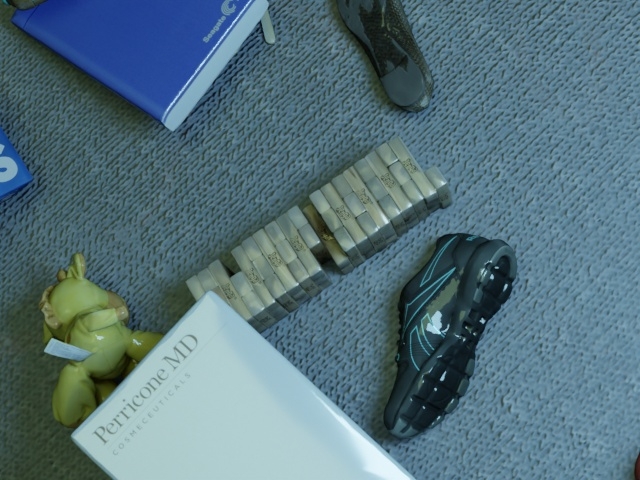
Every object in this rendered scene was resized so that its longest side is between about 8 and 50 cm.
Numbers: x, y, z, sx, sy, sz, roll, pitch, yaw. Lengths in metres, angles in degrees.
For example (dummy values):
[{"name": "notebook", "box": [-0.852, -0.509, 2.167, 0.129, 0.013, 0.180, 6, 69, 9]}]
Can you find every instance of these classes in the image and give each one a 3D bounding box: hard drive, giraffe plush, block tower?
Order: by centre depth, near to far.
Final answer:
[{"name": "block tower", "box": [0.000, 0.000, 1.634, 0.335, 0.091, 0.097, -33, 73, 1]}, {"name": "giraffe plush", "box": [-0.286, 0.119, 1.637, 0.181, 0.210, 0.170, -41, 43, 3]}, {"name": "hard drive", "box": [-0.248, -0.305, 1.754, 0.318, 0.040, 0.210, 34, 84, 30]}]

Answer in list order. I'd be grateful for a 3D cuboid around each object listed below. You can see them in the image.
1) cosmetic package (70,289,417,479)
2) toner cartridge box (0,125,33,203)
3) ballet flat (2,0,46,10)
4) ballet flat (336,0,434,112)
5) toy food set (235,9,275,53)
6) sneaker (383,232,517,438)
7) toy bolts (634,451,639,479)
[{"name": "cosmetic package", "box": [-0.034, 0.296, 1.470, 0.453, 0.161, 0.230, 42, 80, 5]}, {"name": "toner cartridge box", "box": [-0.547, -0.065, 1.639, 0.348, 0.075, 0.165, -35, 94, -41]}, {"name": "ballet flat", "box": [-0.368, -0.465, 1.798, 0.124, 0.116, 0.343, -6, 59, 7]}, {"name": "ballet flat", "box": [0.088, -0.273, 1.710, 0.084, 0.058, 0.250, -35, 65, 24]}, {"name": "toy food set", "box": [-0.164, -0.291, 1.768, 0.192, 0.038, 0.132, -20, 73, 6]}, {"name": "sneaker", "box": [0.140, 0.112, 1.590, 0.106, 0.101, 0.267, 24, 82, 38]}, {"name": "toy bolts", "box": [0.392, 0.326, 1.435, 0.218, 0.158, 0.229, 24, 82, 16]}]
